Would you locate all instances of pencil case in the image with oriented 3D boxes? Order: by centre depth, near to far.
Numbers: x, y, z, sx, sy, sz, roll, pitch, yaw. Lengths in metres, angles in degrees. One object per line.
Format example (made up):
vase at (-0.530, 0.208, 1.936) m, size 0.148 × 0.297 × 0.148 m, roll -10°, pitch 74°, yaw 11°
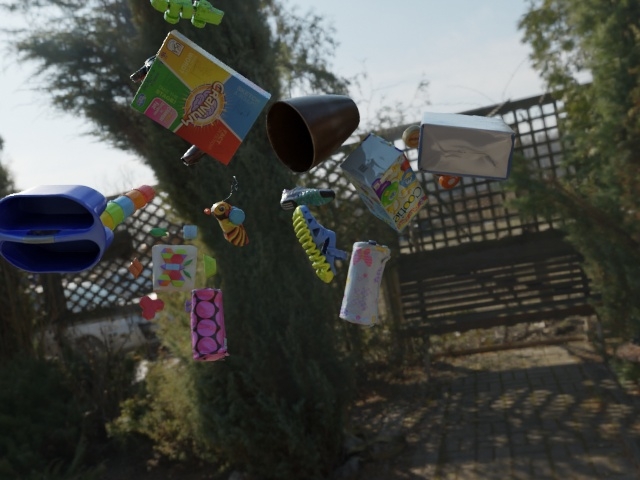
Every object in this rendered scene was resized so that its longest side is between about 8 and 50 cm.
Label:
pencil case at (-0.311, 0.233, 1.608) m, size 0.098 × 0.209 × 0.095 m, roll -17°, pitch -21°, yaw 18°
pencil case at (0.145, 0.138, 1.856) m, size 0.124 × 0.273 × 0.113 m, roll 12°, pitch -3°, yaw -3°

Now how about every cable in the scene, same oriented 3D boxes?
cable at (-0.625, -0.622, 2.115) m, size 0.139 × 0.072 × 0.287 m, roll -27°, pitch 27°, yaw -4°

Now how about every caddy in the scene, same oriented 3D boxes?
caddy at (-0.771, -0.030, 1.655) m, size 0.341 × 0.241 × 0.179 m, roll -1°, pitch 22°, yaw 5°

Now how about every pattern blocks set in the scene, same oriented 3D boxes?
pattern blocks set at (-0.497, 0.095, 1.940) m, size 0.285 × 0.325 × 0.026 m, roll -10°, pitch -24°, yaw -20°

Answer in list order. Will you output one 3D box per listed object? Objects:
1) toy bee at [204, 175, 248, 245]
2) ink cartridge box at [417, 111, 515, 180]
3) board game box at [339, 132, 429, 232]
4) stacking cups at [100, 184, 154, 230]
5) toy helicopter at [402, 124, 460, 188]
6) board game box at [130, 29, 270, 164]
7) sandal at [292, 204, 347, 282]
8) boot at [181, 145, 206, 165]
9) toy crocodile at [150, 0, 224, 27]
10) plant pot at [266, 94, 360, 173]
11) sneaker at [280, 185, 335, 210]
toy bee at (-0.427, -0.110, 2.543) m, size 0.162 × 0.298 × 0.195 m, roll -15°, pitch -6°, yaw -20°
ink cartridge box at (0.448, -0.313, 1.812) m, size 0.269 × 0.151 × 0.395 m, roll 8°, pitch 22°, yaw 8°
board game box at (0.199, -0.170, 1.734) m, size 0.142 × 0.144 × 0.275 m, roll -47°, pitch -37°, yaw -4°
stacking cups at (-0.683, -0.111, 1.976) m, size 0.096 × 0.096 × 0.316 m, roll -10°, pitch 23°, yaw 30°
toy helicopter at (0.452, -0.359, 2.184) m, size 0.355 × 0.140 × 0.235 m, roll 18°, pitch -56°, yaw -41°
board game box at (-0.338, -0.400, 1.631) m, size 0.242 × 0.316 × 0.064 m, roll -53°, pitch 15°, yaw 22°
sandal at (0.000, 0.000, 2.247) m, size 0.138 × 0.317 × 0.126 m, roll -29°, pitch 9°, yaw -17°
boot at (-0.424, -0.358, 2.084) m, size 0.207 × 0.090 × 0.248 m, roll -37°, pitch 20°, yaw -6°
toy crocodile at (-0.621, -1.087, 2.688) m, size 0.340 × 0.105 × 0.115 m, roll -1°, pitch -31°, yaw -29°
plant pot at (-0.002, -0.336, 1.664) m, size 0.230 × 0.215 × 0.215 m, roll -30°, pitch 12°, yaw -30°
sneaker at (-0.053, -0.192, 2.296) m, size 0.223 × 0.098 × 0.083 m, roll -9°, pitch -38°, yaw 7°
